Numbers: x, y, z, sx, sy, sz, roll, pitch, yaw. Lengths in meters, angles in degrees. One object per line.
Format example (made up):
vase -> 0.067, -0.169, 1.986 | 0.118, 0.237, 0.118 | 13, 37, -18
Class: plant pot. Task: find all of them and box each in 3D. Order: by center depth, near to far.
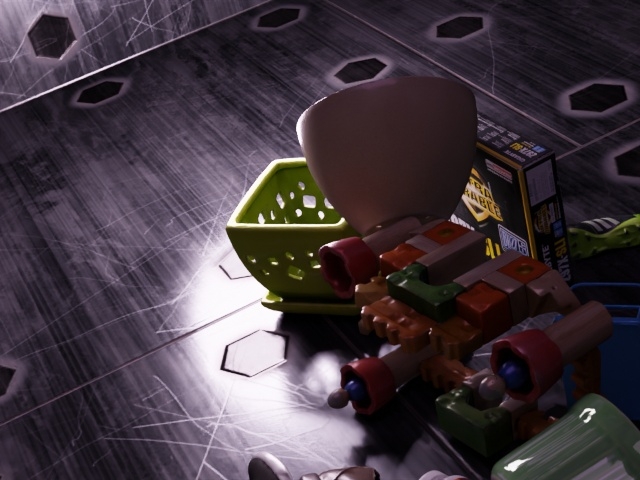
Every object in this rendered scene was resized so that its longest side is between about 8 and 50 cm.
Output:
plant pot -> 0.116, -0.107, 1.926 | 0.284, 0.284, 0.191 | -11, 72, 8
plant pot -> 0.000, 0.000, 2.151 | 0.228, 0.207, 0.227 | 0, 35, 26

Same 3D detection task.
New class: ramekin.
ramekin -> 0.319, 0.339, 1.394 | 0.148, 0.303, 0.303 | -29, 33, -5

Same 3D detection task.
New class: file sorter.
file sorter -> 0.407, 0.154, 1.756 | 0.118, 0.170, 0.104 | -1, 32, 24

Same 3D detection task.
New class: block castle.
block castle -> 0.181, 0.172, 1.711 | 0.213, 0.303, 0.453 | -26, 32, -27

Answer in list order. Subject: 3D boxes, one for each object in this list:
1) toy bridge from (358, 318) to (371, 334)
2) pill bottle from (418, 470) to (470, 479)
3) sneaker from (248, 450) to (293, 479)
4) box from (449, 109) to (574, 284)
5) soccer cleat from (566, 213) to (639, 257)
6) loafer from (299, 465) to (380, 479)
toy bridge -> 0.157, 0.141, 2.029 | 0.188, 0.026, 0.063 | 8, 38, 34
pill bottle -> 0.191, 0.358, 1.613 | 0.086, 0.086, 0.152 | -35, 36, -27
sneaker -> -0.087, 0.398, 1.660 | 0.147, 0.104, 0.296 | -18, 35, -12
box -> 0.289, -0.078, 2.093 | 0.079, 0.257, 0.322 | -28, 34, -16
soccer cleat -> 0.466, -0.011, 2.102 | 0.179, 0.060, 0.072 | -7, 22, 3
loafer -> 0.085, 0.388, 1.569 | 0.130, 0.134, 0.366 | -23, 32, -11
